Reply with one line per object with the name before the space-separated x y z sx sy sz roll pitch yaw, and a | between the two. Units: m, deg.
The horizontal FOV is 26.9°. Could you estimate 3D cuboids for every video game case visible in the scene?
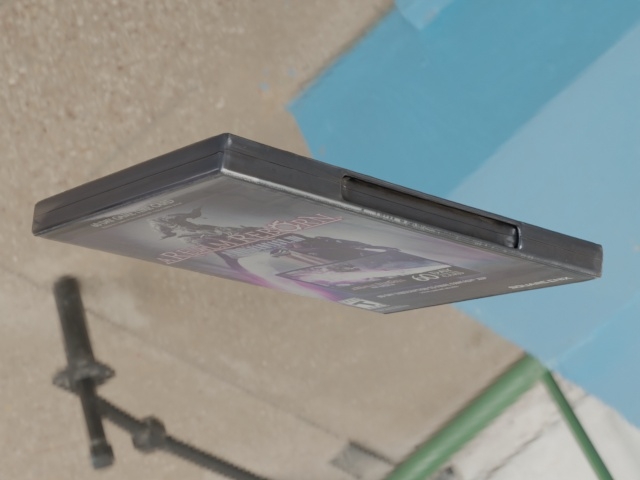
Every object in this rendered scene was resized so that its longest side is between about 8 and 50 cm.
video game case | 0.000 0.000 0.780 0.274 0.026 0.196 13 163 -37
